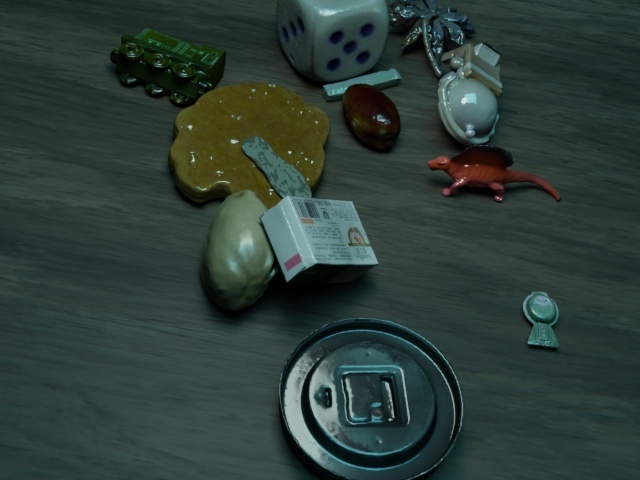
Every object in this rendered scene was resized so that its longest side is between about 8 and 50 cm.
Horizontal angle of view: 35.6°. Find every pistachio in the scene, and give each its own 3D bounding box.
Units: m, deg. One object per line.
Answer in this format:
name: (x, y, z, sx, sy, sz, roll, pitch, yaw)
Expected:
pistachio: (-0.141, 0.018, 1.767, 0.152, 0.126, 0.223, -3, 63, 26)

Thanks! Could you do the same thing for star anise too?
star anise: (0.250, -0.477, 2.243, 0.230, 0.081, 0.262, 9, 49, -16)

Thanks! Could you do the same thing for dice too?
dice: (0.024, -0.465, 2.120, 0.194, 0.191, 0.193, -19, 54, -20)

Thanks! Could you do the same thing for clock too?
clock: (0.082, 0.272, 1.653, 0.313, 0.061, 0.312, 4, 52, -6)

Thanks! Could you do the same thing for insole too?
insole: (-0.083, -0.133, 1.902, 0.065, 0.006, 0.193, -30, 62, -27)

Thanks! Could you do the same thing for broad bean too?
broad bean: (0.106, -0.263, 2.058, 0.114, 0.084, 0.165, 8, 43, -25)

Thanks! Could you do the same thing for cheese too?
cheese: (0.404, 0.142, 1.826, 0.067, 0.026, 0.120, 7, 52, -3)

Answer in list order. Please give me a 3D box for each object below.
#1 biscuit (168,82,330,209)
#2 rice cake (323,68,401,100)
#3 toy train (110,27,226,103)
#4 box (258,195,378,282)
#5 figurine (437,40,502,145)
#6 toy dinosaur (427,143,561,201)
biscuit: (-0.140, -0.175, 1.963, 0.312, 0.057, 0.351, 6, 53, -3)
rice cake: (0.088, -0.336, 2.139, 0.180, 0.030, 0.042, -17, 62, -20)
toy train: (-0.316, -0.367, 2.069, 0.226, 0.090, 0.137, 22, 46, 8)
box: (0.000, 0.000, 1.762, 0.199, 0.081, 0.135, 2, 60, -51)
figurine: (0.305, -0.296, 2.086, 0.163, 0.141, 0.236, 28, 55, -30)
toy dinosaur: (0.355, -0.144, 1.965, 0.286, 0.139, 0.070, 7, 53, -4)
